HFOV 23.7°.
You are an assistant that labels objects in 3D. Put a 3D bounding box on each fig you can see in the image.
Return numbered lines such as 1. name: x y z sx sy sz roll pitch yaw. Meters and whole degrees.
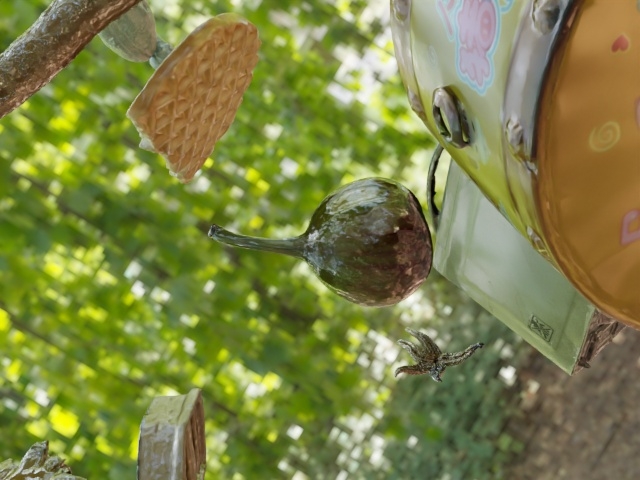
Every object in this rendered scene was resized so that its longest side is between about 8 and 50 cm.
1. fig: 0.000 0.000 1.683 0.149 0.245 0.149 180 90 -82

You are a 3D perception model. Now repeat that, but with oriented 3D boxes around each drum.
1. drum: 0.268 -0.158 1.027 0.431 0.431 0.214 -57 38 17

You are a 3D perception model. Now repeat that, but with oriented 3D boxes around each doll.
1. doll: -0.261 -0.295 2.002 0.071 0.214 0.103 -31 45 13

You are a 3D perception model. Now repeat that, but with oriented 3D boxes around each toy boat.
1. toy boat: -0.176 0.256 1.797 0.188 0.061 0.116 -82 -10 -74

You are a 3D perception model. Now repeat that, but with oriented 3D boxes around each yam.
1. yam: -0.303 -0.195 1.606 0.299 0.066 0.066 -44 2 -14

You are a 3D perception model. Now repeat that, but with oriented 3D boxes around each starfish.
1. starfish: 0.170 0.170 2.163 0.133 0.130 0.041 -89 -11 -55

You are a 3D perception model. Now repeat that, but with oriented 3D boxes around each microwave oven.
1. microwave oven: 0.352 -0.062 2.183 0.247 0.333 0.394 -41 -23 -26

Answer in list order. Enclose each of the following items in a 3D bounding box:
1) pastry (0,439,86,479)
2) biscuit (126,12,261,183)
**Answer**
1. pastry: -0.376 0.396 1.759 0.329 0.136 0.330 -19 33 13
2. biscuit: -0.138 -0.175 1.822 0.204 0.040 0.309 -56 -10 -6
